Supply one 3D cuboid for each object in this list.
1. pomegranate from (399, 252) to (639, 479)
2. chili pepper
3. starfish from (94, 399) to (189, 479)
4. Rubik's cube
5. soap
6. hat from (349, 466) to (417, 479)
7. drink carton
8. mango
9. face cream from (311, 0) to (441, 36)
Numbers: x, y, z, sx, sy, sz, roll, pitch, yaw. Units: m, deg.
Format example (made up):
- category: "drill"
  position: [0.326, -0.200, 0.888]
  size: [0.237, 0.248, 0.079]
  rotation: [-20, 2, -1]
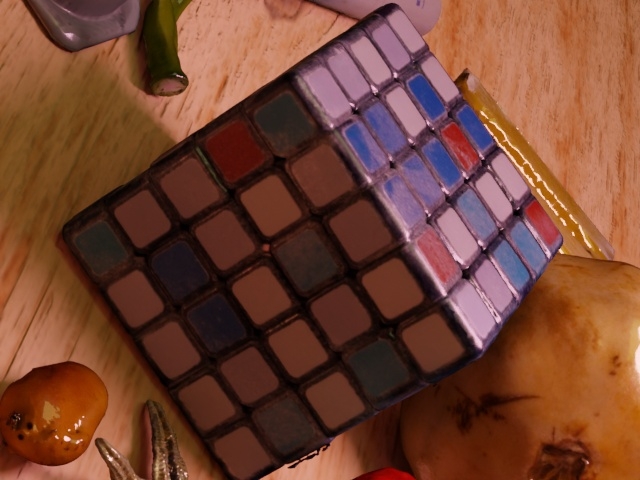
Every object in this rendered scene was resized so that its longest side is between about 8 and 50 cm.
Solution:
- category: "pomegranate"
  position: [0.245, 0.175, 1.825]
  size: [0.332, 0.332, 0.333]
  rotation: [37, 34, -31]
- category: "chili pepper"
  position: [-0.154, -0.224, 1.878]
  size: [0.052, 0.050, 0.202]
  rotation: [55, 27, -39]
- category: "starfish"
  position: [-0.117, 0.214, 1.500]
  size: [0.223, 0.050, 0.217]
  rotation: [46, 23, -42]
- category: "Rubik's cube"
  position: [0.000, 0.000, 1.646]
  size: [0.293, 0.292, 0.287]
  rotation: [54, 28, -3]
- category: "soap"
  position: [0.226, -0.040, 2.236]
  size: [0.315, 0.091, 0.199]
  rotation: [50, 30, -14]
- category: "hat"
  position: [0.067, 0.327, 1.545]
  size: [0.332, 0.242, 0.274]
  rotation: [56, -5, 50]
- category: "drink carton"
  position: [-0.197, -0.322, 1.775]
  size: [0.185, 0.189, 0.191]
  rotation: [53, 28, 4]
- category: "mango"
  position: [-0.207, 0.134, 1.428]
  size: [0.077, 0.063, 0.127]
  rotation: [51, 24, -1]
- category: "face cream"
  position: [0.049, -0.310, 2.242]
  size: [0.250, 0.077, 0.077]
  rotation: [11, 53, -51]
